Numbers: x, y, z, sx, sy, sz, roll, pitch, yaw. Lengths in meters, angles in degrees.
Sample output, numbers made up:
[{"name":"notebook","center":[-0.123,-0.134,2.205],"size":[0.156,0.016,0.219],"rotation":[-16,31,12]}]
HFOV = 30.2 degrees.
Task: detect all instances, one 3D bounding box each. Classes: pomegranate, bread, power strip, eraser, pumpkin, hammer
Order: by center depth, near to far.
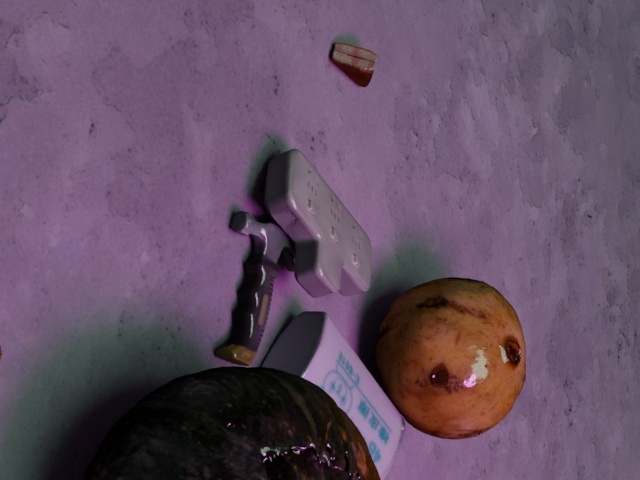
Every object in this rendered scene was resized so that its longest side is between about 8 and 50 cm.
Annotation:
[{"name":"pumpkin","center":[-0.106,0.388,1.563],"size":[0.454,0.344,0.454],"rotation":[-2,94,-39]},{"name":"hammer","center":[-0.099,0.083,1.830],"size":[0.159,0.041,0.226],"rotation":[32,64,-45]},{"name":"power strip","center":[0.001,0.000,1.891],"size":[0.265,0.059,0.193],"rotation":[50,32,-40]},{"name":"eraser","center":[0.019,0.276,1.930],"size":[0.290,0.104,0.189],"rotation":[55,54,-35]},{"name":"bread","center":[0.070,-0.300,2.023],"size":[0.109,0.062,0.043],"rotation":[35,63,-49]},{"name":"pomegranate","center":[0.229,0.201,2.062],"size":[0.281,0.281,0.281],"rotation":[0,90,-51]}]

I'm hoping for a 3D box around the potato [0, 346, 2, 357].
[{"name":"potato","center":[-0.421,0.151,1.431],"size":[0.046,0.045,0.092],"rotation":[51,39,9]}]
